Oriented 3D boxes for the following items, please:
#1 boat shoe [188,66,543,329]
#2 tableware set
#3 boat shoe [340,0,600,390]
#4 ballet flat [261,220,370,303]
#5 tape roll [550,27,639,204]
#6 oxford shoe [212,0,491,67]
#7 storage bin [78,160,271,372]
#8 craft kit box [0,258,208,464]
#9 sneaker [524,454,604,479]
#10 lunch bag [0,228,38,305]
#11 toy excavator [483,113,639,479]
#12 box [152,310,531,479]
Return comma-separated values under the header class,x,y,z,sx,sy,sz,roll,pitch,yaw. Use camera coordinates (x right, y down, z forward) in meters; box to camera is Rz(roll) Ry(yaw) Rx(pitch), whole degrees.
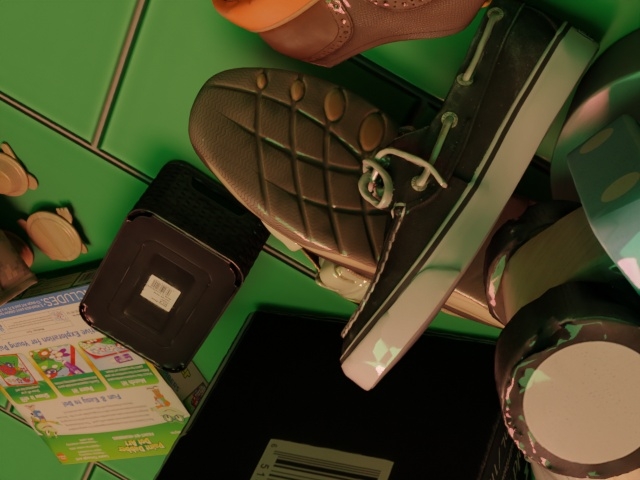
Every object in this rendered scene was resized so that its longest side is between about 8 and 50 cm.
class,x,y,z,sx,sy,sz,roll,pitch,yaw
boat shoe,0.047,-0.015,0.978,0.355,0.132,0.130,30,162,-5
tableware set,-0.329,-0.025,1.248,0.168,0.020,0.141,-18,119,37
boat shoe,0.082,-0.042,0.858,0.105,0.306,0.113,31,177,5
ballet flat,0.000,0.000,1.068,0.232,0.073,0.080,46,133,-16
tape roll,0.285,-0.054,0.880,0.219,0.072,0.219,14,132,16
oxford shoe,0.096,-0.226,0.815,0.363,0.130,0.132,-19,143,37
storage bin,-0.141,0.029,1.146,0.122,0.084,0.180,32,132,-4
craft kit box,-0.262,0.144,1.339,0.249,0.061,0.247,-12,120,34
sneaker,0.335,0.197,1.009,0.365,0.137,0.210,16,151,17
lunch bag,-0.462,0.027,1.141,0.169,0.287,0.235,-27,98,41
toy excavator,0.289,-0.045,0.721,0.445,0.222,0.433,-36,102,15
box,0.016,0.405,1.126,0.297,0.480,0.472,7,131,20
